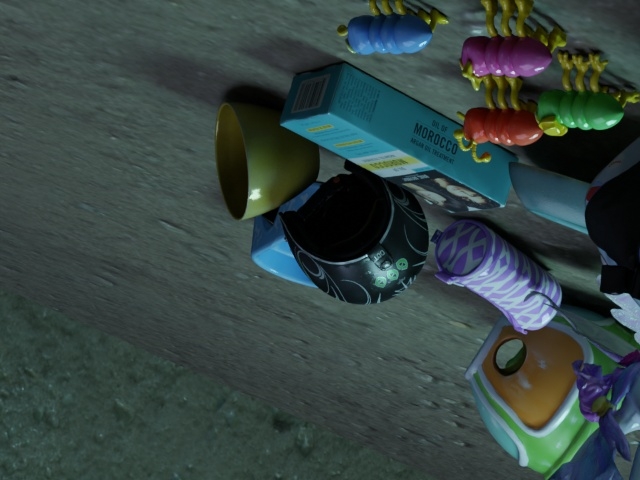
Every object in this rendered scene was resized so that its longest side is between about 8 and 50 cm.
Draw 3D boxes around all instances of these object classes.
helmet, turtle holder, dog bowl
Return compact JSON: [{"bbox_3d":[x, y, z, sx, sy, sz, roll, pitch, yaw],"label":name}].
[{"bbox_3d":[0.043,-0.008,1.961,0.169,0.169,0.161,11,165,22],"label":"helmet"},{"bbox_3d":[0.329,0.186,2.379,0.227,0.243,0.320,31,-153,6],"label":"turtle holder"},{"bbox_3d":[0.000,0.000,2.296,0.166,0.074,0.297,21,166,-14],"label":"dog bowl"}]

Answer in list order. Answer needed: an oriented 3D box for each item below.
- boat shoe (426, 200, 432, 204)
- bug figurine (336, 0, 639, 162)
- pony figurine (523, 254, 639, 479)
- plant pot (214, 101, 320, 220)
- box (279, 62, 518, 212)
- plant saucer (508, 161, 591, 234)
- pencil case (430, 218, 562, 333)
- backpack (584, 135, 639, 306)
[{"bbox_3d":[0.105,-0.083,1.944,0.125,0.038,0.046,38,-174,-46],"label":"boat shoe"},{"bbox_3d":[0.155,-0.148,1.580,0.216,0.072,0.279,3,159,43],"label":"bug figurine"},{"bbox_3d":[0.404,0.188,2.034,0.351,0.363,0.303,29,165,-9],"label":"pony figurine"},{"bbox_3d":[-0.056,-0.095,1.948,0.095,0.134,0.134,-8,173,-18],"label":"plant pot"},{"bbox_3d":[0.085,-0.105,1.838,0.244,0.060,0.100,26,163,-29],"label":"box"},{"bbox_3d":[0.336,-0.008,1.771,0.317,0.044,0.317,19,-178,-1],"label":"plant saucer"},{"bbox_3d":[0.225,0.046,2.177,0.086,0.088,0.206,20,172,44],"label":"pencil case"},{"bbox_3d":[0.370,0.003,1.457,0.263,0.276,0.213,51,-177,-25],"label":"backpack"}]
